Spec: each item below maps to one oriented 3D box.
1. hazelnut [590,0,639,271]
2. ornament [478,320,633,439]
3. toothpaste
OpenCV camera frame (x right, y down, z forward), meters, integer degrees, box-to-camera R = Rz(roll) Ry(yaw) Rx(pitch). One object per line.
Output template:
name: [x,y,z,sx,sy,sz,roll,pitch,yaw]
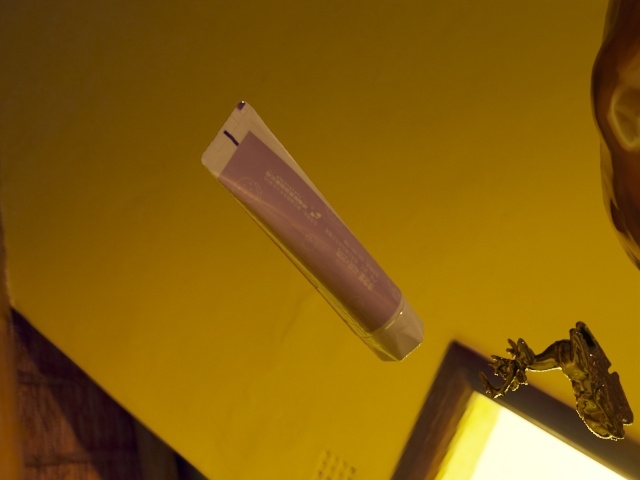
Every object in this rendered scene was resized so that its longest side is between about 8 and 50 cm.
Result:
hazelnut: [0.337,-0.098,0.461,0.420,0.353,0.421,-19,-31,-12]
ornament: [0.378,0.244,1.504,0.080,0.236,0.202,-30,-84,-41]
toothpaste: [0.000,0.000,1.106,0.371,0.080,0.125,51,-138,-25]
